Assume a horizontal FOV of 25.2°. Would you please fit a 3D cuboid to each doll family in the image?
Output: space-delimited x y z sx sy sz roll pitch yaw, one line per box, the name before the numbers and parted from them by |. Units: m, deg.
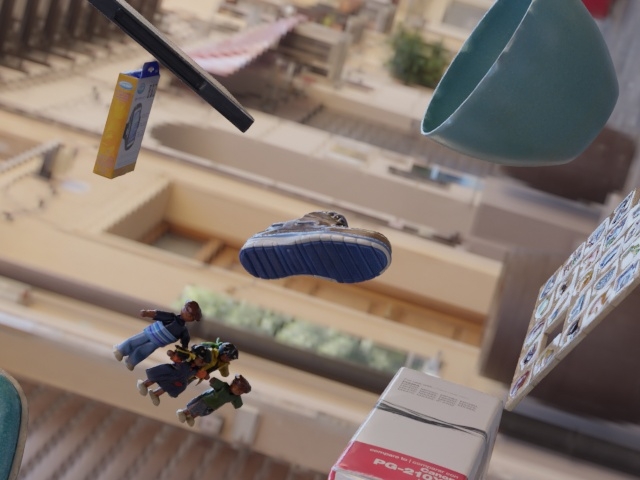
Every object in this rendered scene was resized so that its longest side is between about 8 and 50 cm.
doll family | -0.152 0.141 1.665 0.193 0.111 0.076 41 -157 -53

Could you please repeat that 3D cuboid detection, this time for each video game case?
video game case | -0.202 -0.239 1.675 0.026 0.274 0.196 -49 23 4

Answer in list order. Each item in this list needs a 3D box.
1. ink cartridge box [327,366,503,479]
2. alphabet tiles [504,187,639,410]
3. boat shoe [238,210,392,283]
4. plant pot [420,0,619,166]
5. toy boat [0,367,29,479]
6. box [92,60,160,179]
ink cartridge box | 0.067 0.226 1.147 0.237 0.100 0.172 -40 -36 -69
alphabet tiles | 0.255 0.028 1.305 0.237 0.009 0.198 -52 6 37
boat shoe | 0.000 0.000 1.519 0.066 0.183 0.066 -58 -43 -40
plant pot | 0.304 -0.217 2.020 0.290 0.195 0.290 -55 9 13
toy boat | -0.453 0.206 1.370 0.148 0.318 0.267 104 -179 -65
box | -0.219 -0.141 1.631 0.081 0.028 0.136 -40 -34 -75
